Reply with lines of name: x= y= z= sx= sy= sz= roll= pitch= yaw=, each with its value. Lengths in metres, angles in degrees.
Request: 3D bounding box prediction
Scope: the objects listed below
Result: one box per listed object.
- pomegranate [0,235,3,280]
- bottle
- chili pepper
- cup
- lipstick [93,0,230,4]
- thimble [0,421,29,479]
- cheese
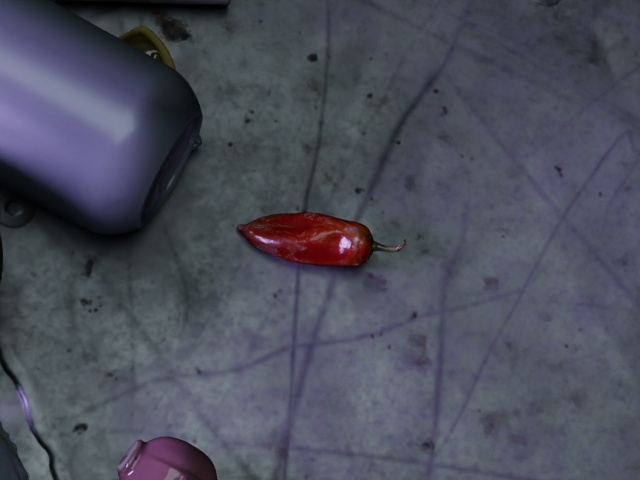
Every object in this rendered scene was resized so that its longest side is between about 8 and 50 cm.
pomegranate: x=-0.482 y=0.021 z=1.539 sx=0.310 sy=0.216 sz=0.358 roll=-18 pitch=42 yaw=-13
bottle: x=-0.189 y=0.313 z=1.497 sx=0.120 sy=0.120 sz=0.253 roll=25 pitch=67 yaw=3
chili pepper: x=0.000 y=0.001 z=1.679 sx=0.191 sy=0.050 sz=0.059 roll=7 pitch=71 yaw=9
cup: x=-0.296 y=-0.145 z=1.619 sx=0.312 sy=0.205 sz=0.205 roll=29 pitch=68 yaw=3
lipstick: x=-0.231 y=-0.312 z=1.761 sx=0.254 sy=0.070 sz=0.070 roll=1 pitch=69 yaw=-6
thimble: x=-0.401 y=0.255 z=1.445 sx=0.250 sy=0.205 sz=0.172 roll=-32 pitch=76 yaw=-23
cheese: x=-0.189 y=-0.165 z=1.727 sx=0.086 sy=0.036 sz=0.162 roll=-31 pitch=75 yaw=-16
